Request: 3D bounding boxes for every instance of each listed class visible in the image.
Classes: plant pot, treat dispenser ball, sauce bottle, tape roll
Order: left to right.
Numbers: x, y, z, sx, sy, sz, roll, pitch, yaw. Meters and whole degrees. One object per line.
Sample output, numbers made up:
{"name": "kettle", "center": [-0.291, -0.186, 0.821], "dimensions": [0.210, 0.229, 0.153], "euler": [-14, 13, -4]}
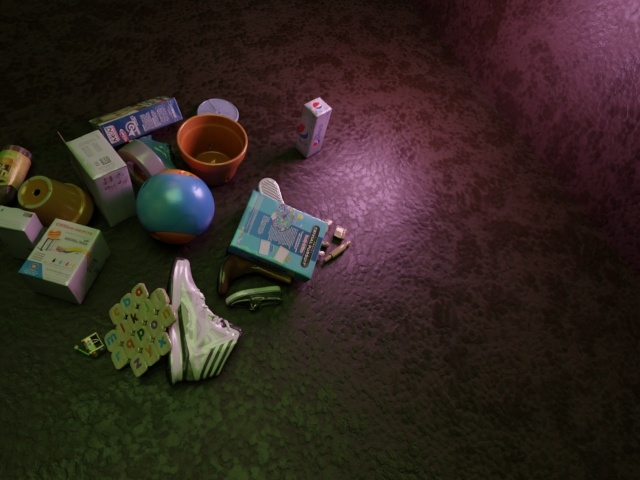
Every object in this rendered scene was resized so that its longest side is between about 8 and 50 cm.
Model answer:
{"name": "sauce bottle", "center": [-1.224, -0.211, 1.650], "dimensions": [0.111, 0.111, 0.345], "euler": [4, 58, -11]}
{"name": "plant pot", "center": [-0.992, -0.139, 1.582], "dimensions": [0.204, 0.188, 0.205], "euler": [-2, 71, 5]}
{"name": "tape roll", "center": [-0.728, -0.299, 1.757], "dimensions": [0.219, 0.219, 0.072], "euler": [36, 58, 9]}
{"name": "treat dispenser ball", "center": [-0.559, -0.130, 1.656], "dimensions": [0.287, 0.288, 0.289], "euler": [6, 59, -10]}
{"name": "plant pot", "center": [-0.472, -0.380, 1.878], "dimensions": [0.290, 0.204, 0.291], "euler": [6, 59, -10]}

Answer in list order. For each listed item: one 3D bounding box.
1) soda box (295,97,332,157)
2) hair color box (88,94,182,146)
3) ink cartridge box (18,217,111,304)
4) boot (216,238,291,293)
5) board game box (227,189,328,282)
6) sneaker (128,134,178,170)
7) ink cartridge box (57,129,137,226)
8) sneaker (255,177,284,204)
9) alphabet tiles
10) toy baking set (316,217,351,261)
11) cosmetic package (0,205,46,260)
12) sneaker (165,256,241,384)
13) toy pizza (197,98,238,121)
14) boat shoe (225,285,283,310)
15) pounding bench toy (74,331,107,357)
{"name": "soda box", "center": [-0.038, -0.527, 2.021], "dimensions": [0.098, 0.286, 0.091], "euler": [-35, 73, -27]}
{"name": "hair color box", "center": [-0.819, -0.537, 1.904], "dimensions": [0.347, 0.105, 0.173], "euler": [-34, 37, -28]}
{"name": "ink cartridge box", "center": [-0.899, 0.074, 1.523], "dimensions": [0.171, 0.168, 0.233], "euler": [16, 57, -3]}
{"name": "boot", "center": [-0.256, 0.132, 1.699], "dimensions": [0.280, 0.096, 0.264], "euler": [18, 40, -8]}
{"name": "board game box", "center": [-0.163, -0.014, 1.701], "dimensions": [0.335, 0.079, 0.254], "euler": [24, 66, -12]}
{"name": "sneaker", "center": [-0.681, -0.355, 1.858], "dimensions": [0.330, 0.130, 0.147], "euler": [42, 62, 13]}
{"name": "ink cartridge box", "center": [-0.847, -0.254, 1.648], "dimensions": [0.130, 0.309, 0.272], "euler": [-34, 73, -28]}
{"name": "sneaker", "center": [-0.201, -0.096, 1.827], "dimensions": [0.126, 0.127, 0.322], "euler": [-7, 74, -23]}
{"name": "alphabet tiles", "center": [-0.610, 0.299, 1.449], "dimensions": [0.284, 0.021, 0.278], "euler": [-41, 65, 7]}
{"name": "toy baking set", "center": [0.006, 0.004, 1.872], "dimensions": [0.196, 0.030, 0.256], "euler": [41, 59, 15]}
{"name": "cosmetic package", "center": [-1.043, -0.015, 1.504], "dimensions": [0.117, 0.231, 0.086], "euler": [12, 58, -6]}
{"name": "sneaker", "center": [-0.423, 0.278, 1.547], "dimensions": [0.257, 0.169, 0.448], "euler": [1, 67, -23]}
{"name": "toy pizza", "center": [-0.507, -0.621, 2.115], "dimensions": [0.201, 0.032, 0.202], "euler": [6, 60, -10]}
{"name": "boat shoe", "center": [-0.251, 0.229, 1.643], "dimensions": [0.219, 0.078, 0.070], "euler": [-9, 61, -20]}
{"name": "pounding bench toy", "center": [-0.779, 0.366, 1.447], "dimensions": [0.083, 0.052, 0.065], "euler": [-32, 72, -27]}
